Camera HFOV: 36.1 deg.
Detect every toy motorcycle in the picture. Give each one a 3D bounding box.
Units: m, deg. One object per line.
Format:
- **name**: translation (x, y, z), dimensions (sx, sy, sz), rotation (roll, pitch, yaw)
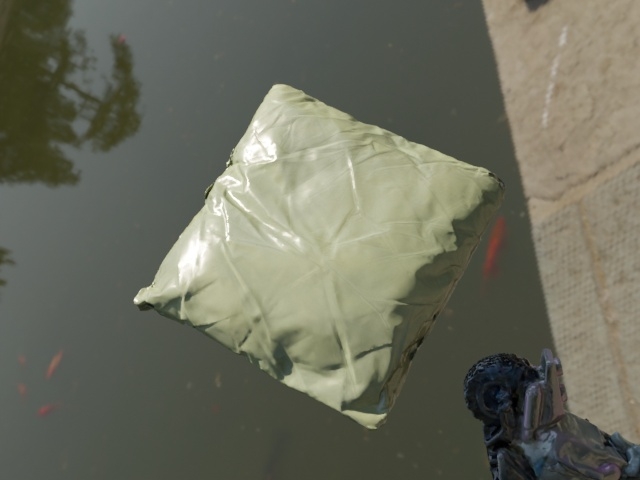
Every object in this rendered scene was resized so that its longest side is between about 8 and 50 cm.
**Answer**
- **toy motorcycle**: translation (0.257, 0.211, 0.980), dimensions (0.204, 0.239, 0.108), rotation (-11, 35, 9)

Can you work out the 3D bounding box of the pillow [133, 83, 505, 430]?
- **pillow**: translation (0.000, 0.002, 0.950), dimensions (0.274, 0.076, 0.281), rotation (26, 75, 17)
